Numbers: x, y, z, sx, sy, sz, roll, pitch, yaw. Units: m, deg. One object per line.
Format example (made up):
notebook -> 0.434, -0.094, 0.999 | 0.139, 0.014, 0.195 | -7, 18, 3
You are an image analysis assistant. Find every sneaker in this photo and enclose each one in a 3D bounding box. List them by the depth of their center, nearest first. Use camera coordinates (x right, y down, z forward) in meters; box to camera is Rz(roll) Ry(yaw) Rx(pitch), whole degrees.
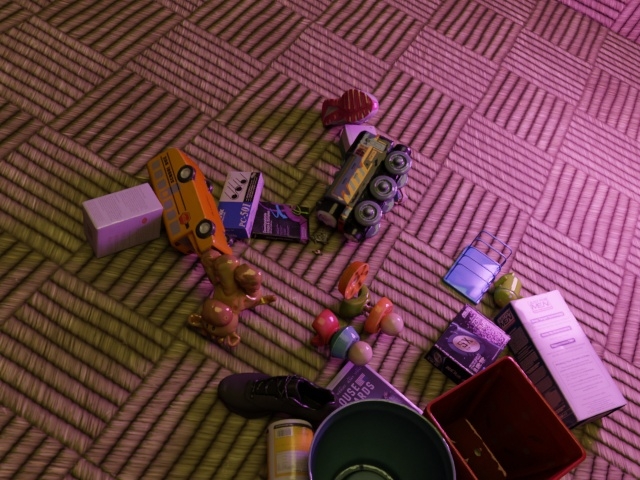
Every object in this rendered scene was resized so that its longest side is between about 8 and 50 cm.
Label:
sneaker -> -0.090, 0.341, 1.477 | 0.287, 0.130, 0.109 | 8, 56, 3
sneaker -> 0.109, -0.409, 2.042 | 0.111, 0.252, 0.102 | -1, 96, -32

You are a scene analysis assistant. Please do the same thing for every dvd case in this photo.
dvd case -> 0.120, 0.410, 1.572 | 0.239, 0.029, 0.179 | 40, 53, 11

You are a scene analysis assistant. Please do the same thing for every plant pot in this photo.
plant pot -> 0.109, 0.505, 1.361 | 0.293, 0.196, 0.293 | 5, 48, -5
plant pot -> 0.366, 0.466, 1.479 | 0.268, 0.235, 0.267 | -22, 65, -29

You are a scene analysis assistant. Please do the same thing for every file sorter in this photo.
file sorter -> 0.450, 0.072, 1.872 | 0.118, 0.104, 0.170 | 36, 53, 10

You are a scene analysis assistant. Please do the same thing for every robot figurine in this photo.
robot figurine -> 0.531, 0.144, 1.868 | 0.101, 0.067, 0.115 | 48, 48, -20

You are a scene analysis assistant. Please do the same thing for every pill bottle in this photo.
pill bottle -> -0.063, 0.486, 1.411 | 0.103, 0.103, 0.184 | 6, 55, -14

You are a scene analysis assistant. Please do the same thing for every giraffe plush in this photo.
giraffe plush -> -0.229, 0.150, 1.575 | 0.182, 0.210, 0.170 | 15, 61, 38

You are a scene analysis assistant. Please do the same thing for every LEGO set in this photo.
LEGO set -> 0.002, 0.001, 1.829 | 0.054, 0.023, 0.083 | 3, 55, -16

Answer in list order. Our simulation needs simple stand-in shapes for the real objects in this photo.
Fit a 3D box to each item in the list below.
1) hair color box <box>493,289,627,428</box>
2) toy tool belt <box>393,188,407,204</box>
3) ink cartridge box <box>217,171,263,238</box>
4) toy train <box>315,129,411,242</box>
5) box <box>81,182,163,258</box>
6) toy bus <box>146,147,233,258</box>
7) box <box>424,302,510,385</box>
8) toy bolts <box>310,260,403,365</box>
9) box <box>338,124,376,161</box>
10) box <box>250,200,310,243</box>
hair color box -> 0.630, 0.316, 1.753 | 0.174, 0.105, 0.347 | -10, 60, -24
toy tool belt -> 0.220, -0.143, 1.986 | 0.051, 0.052, 0.083 | -19, 62, -37
ink cartridge box -> -0.224, -0.100, 1.798 | 0.097, 0.046, 0.207 | 3, 52, 10
toy train -> 0.127, -0.156, 1.879 | 0.190, 0.142, 0.333 | 28, 74, 11
box -> -0.493, -0.050, 1.641 | 0.171, 0.130, 0.091 | -22, 64, -30
toy bus -> -0.340, -0.084, 1.704 | 0.130, 0.108, 0.332 | -29, 62, 9
box -> 0.385, 0.279, 1.719 | 0.147, 0.077, 0.180 | 39, 54, 12
toy bolts -> 0.101, 0.192, 1.614 | 0.159, 0.218, 0.228 | 32, 58, 23
box -> 0.119, -0.292, 2.036 | 0.102, 0.087, 0.101 | 1, 56, -17
box -> -0.111, -0.051, 1.827 | 0.162, 0.029, 0.116 | 5, 54, -12
